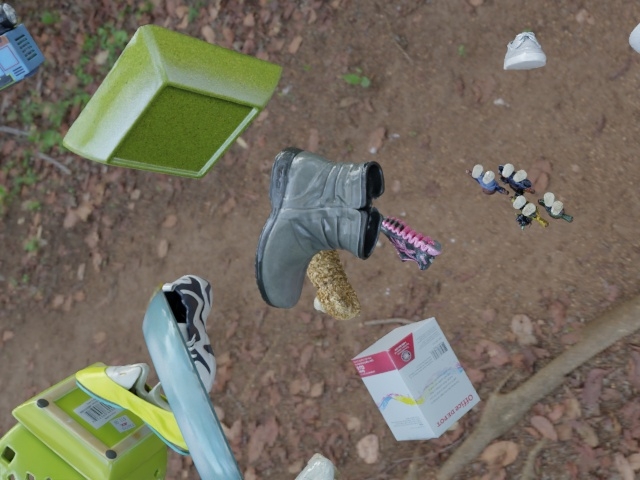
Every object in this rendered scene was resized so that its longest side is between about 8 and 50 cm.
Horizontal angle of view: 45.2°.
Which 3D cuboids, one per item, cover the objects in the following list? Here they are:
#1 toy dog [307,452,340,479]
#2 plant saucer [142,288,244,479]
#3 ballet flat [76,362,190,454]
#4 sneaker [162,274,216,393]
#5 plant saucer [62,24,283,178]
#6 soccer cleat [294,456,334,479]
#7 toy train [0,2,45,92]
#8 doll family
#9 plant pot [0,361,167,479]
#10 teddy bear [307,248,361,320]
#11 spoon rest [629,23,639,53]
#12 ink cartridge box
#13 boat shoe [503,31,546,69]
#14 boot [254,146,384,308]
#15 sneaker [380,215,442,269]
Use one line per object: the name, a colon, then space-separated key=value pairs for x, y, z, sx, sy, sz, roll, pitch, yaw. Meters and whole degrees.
toy dog: x=0.054 y=0.632 z=1.773 sx=0.220 sy=0.161 sz=0.333 roll=-42 pitch=24 yaw=-4
plant saucer: x=-0.152 y=0.214 z=0.948 sx=0.043 sy=0.318 sz=0.318 roll=-23 pitch=58 yaw=-12
ballet flat: x=-0.260 y=0.230 z=1.147 sx=0.230 sy=0.077 sz=0.077 roll=28 pitch=98 yaw=18
sneaker: x=-0.252 y=0.178 z=1.359 sx=0.094 sy=0.153 sz=0.235 roll=6 pitch=88 yaw=18
plant saucer: x=-0.154 y=-0.132 z=0.843 sx=0.188 sy=0.188 sz=0.045 roll=-43 pitch=58 yaw=33
soccer cleat: x=-0.047 y=0.452 z=1.307 sx=0.068 sy=0.076 sz=0.196 roll=27 pitch=74 yaw=41
toy train: x=-0.440 y=-0.220 z=0.949 sx=0.184 sy=0.105 sz=0.080 roll=-24 pitch=23 yaw=11
doll family: x=0.335 y=-0.077 z=1.306 sx=0.076 sy=0.111 sz=0.193 roll=-48 pitch=71 yaw=11
plant pot: x=-0.377 y=0.341 z=1.237 sx=0.227 sy=0.228 sz=0.207 roll=34 pitch=115 yaw=14
teddy bear: x=-0.002 y=0.068 z=2.092 sx=0.113 sy=0.245 sz=0.338 roll=-22 pitch=90 yaw=-5
spoon rest: x=0.628 y=-0.383 z=1.303 sx=0.137 sy=0.276 sz=0.084 roll=-1 pitch=82 yaw=-3
ink cartridge box: x=0.171 y=0.252 z=1.383 sx=0.176 sy=0.128 sz=0.127 roll=61 pitch=147 yaw=0
boat shoe: x=0.363 y=-0.338 z=1.365 sx=0.066 sy=0.184 sz=0.063 roll=1 pitch=100 yaw=11
boot: x=0.000 y=0.000 z=1.049 sx=0.161 sy=0.083 sz=0.247 roll=20 pitch=112 yaw=33
sneaker: x=0.131 y=0.006 z=1.218 sx=0.119 sy=0.047 sz=0.057 roll=33 pitch=120 yaw=20
